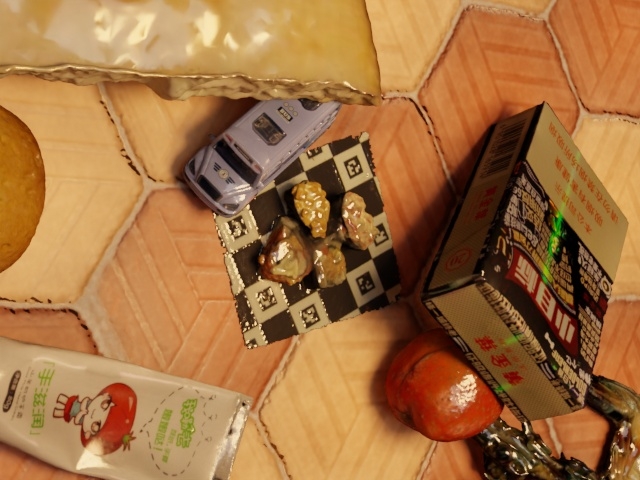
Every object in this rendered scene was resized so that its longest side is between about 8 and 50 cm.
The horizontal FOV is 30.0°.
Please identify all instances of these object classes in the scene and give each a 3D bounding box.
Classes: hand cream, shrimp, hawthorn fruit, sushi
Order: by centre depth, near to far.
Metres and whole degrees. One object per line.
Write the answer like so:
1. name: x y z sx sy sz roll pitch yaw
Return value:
1. hand cream: -0.205 0.159 1.093 0.336 0.076 0.121 25 77 -37
2. sushi: 0.000 0.000 1.236 0.210 0.040 0.193 -18 99 -32
3. hawthorn fruit: 0.133 0.159 1.276 0.128 0.128 0.128 1 89 -33
4. shrimp: 0.315 0.256 1.430 0.365 0.071 0.233 37 61 -27

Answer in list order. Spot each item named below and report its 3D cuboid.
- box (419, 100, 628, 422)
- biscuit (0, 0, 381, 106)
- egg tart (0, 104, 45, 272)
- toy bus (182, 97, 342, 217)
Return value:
1. box: 0.231 0.016 1.299 0.198 0.084 0.310 51 41 -22
2. biscuit: -0.172 -0.319 1.076 0.429 0.104 0.446 -9 85 -26
3. egg tart: -0.316 -0.052 0.943 0.147 0.202 0.202 8 84 -55
4. toy bus: -0.056 -0.101 1.171 0.073 0.076 0.167 45 64 -1
